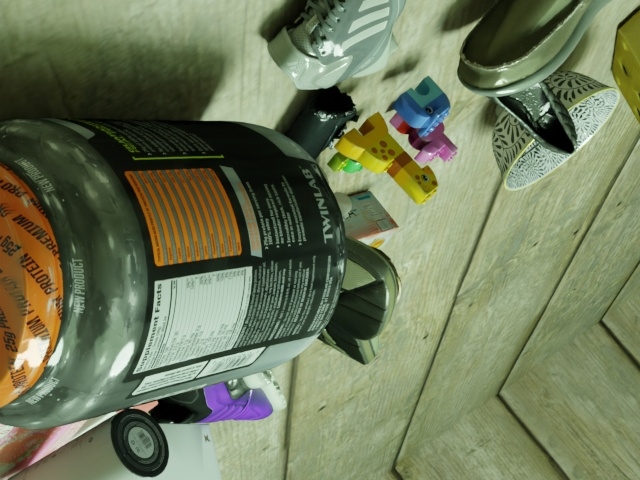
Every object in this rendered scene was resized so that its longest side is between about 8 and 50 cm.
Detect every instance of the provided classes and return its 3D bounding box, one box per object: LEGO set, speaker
[{"bbox_3d":[0.075,-0.073,1.234,0.227,0.093,0.087,-37,172,-38],"label":"LEGO set"},{"bbox_3d":[-0.176,0.173,0.961,0.136,0.055,0.055,-32,167,31],"label":"speaker"}]

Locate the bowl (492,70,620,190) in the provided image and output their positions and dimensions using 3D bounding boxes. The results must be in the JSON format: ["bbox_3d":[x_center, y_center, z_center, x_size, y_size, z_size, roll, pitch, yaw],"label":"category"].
[{"bbox_3d":[0.254,-0.142,1.508,0.170,0.080,0.170,-35,162,-13],"label":"bowl"}]

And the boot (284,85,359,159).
[{"bbox_3d":[-0.023,-0.087,1.175,0.121,0.045,0.099,-26,162,-52],"label":"boot"}]

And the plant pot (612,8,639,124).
[{"bbox_3d":[0.473,-0.212,1.592,0.187,0.212,0.212,-25,162,1],"label":"plant pot"}]

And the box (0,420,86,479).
[{"bbox_3d":[-0.328,0.166,1.035,0.300,0.154,0.142,-48,160,24],"label":"box"}]

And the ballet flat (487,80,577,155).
[{"bbox_3d":[0.215,-0.149,1.360,0.173,0.049,0.057,35,104,-33],"label":"ballet flat"}]

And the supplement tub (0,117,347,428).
[{"bbox_3d":[-0.147,0.016,0.930,0.207,0.207,0.338,-48,159,26],"label":"supplement tub"}]

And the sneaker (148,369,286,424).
[{"bbox_3d":[-0.130,0.163,1.507,0.146,0.102,0.293,-24,164,-3],"label":"sneaker"}]

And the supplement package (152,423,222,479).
[{"bbox_3d":[-0.245,0.312,1.330,0.263,0.199,0.198,-18,167,16],"label":"supplement package"}]

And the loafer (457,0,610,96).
[{"bbox_3d":[0.216,-0.240,1.222,0.251,0.094,0.087,-46,138,-6],"label":"loafer"}]

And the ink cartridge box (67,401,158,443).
[{"bbox_3d":[-0.262,0.152,1.181,0.198,0.115,0.067,-35,162,-12],"label":"ink cartridge box"}]

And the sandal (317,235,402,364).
[{"bbox_3d":[0.029,0.047,1.333,0.086,0.120,0.303,-52,172,-14],"label":"sandal"}]

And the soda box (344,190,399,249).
[{"bbox_3d":[0.000,0.000,1.405,0.183,0.058,0.063,-15,151,-48],"label":"soda box"}]

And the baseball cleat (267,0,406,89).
[{"bbox_3d":[0.013,-0.173,1.000,0.109,0.072,0.206,-28,156,-11],"label":"baseball cleat"}]
